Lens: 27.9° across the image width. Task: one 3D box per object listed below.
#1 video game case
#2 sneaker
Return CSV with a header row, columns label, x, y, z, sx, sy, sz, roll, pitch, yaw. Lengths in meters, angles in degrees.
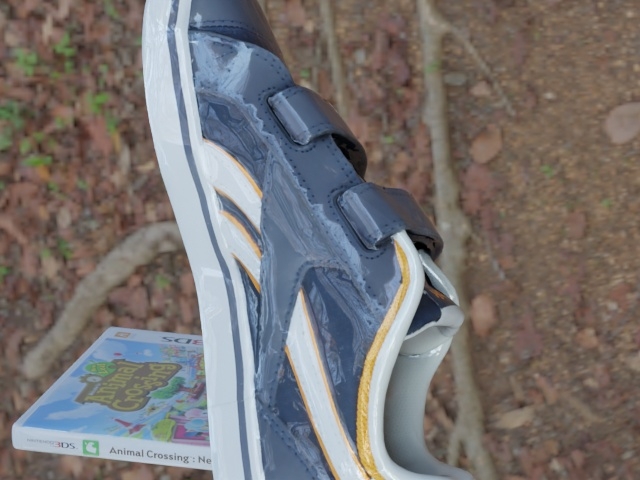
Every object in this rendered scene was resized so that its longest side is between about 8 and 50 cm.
label,x,y,z,sx,sy,sz,roll,pitch,yaw
video game case,-0.108,0.119,1.004,0.193,0.212,0.023,5,107,9
sneaker,0.000,0.000,0.659,0.128,0.126,0.321,-15,80,18
